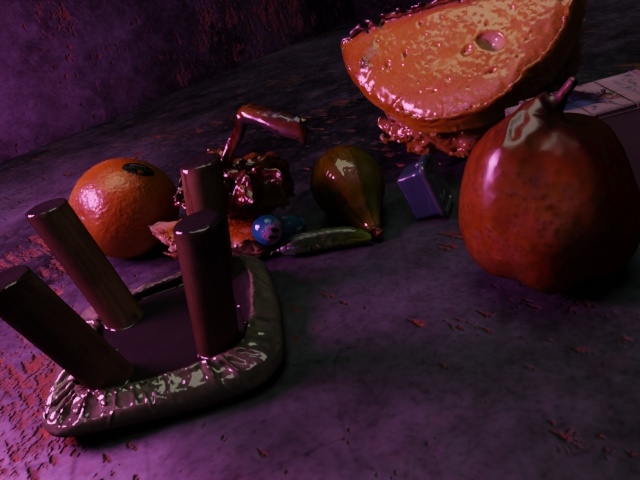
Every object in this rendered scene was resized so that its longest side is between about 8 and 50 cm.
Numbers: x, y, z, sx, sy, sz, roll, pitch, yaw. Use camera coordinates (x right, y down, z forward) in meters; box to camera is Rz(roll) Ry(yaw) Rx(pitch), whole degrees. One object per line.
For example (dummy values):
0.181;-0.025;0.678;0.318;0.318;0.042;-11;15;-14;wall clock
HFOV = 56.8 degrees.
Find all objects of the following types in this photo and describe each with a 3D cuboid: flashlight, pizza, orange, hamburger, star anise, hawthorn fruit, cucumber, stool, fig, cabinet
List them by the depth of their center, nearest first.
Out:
0.269;-0.069;0.697;0.208;0.248;0.208;-7;27;4;hawthorn fruit
-0.224;0.055;0.766;0.310;0.226;0.310;-16;26;-4;stool
0.405;-0.148;0.885;0.206;0.150;0.145;-14;26;6;cabinet
-0.115;-0.111;0.952;0.237;0.148;0.346;-5;-11;-30;star anise
0.000;0.000;0.955;0.168;0.039;0.039;-10;27;12;cucumber
-0.066;-0.023;0.990;0.051;0.051;0.129;-2;7;27;flashlight
0.068;-0.075;1.009;0.185;0.133;0.127;45;39;19;fig
-0.182;0.001;1.026;0.226;0.069;0.147;-11;32;-8;pizza
-0.367;-0.062;1.121;0.206;0.206;0.206;-13;26;7;orange
0.273;-0.284;1.123;0.446;0.287;0.268;-4;-12;27;hamburger

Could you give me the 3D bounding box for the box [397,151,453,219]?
0.169;-0.084;0.962;0.054;0.099;0.074;-20;21;29;box
